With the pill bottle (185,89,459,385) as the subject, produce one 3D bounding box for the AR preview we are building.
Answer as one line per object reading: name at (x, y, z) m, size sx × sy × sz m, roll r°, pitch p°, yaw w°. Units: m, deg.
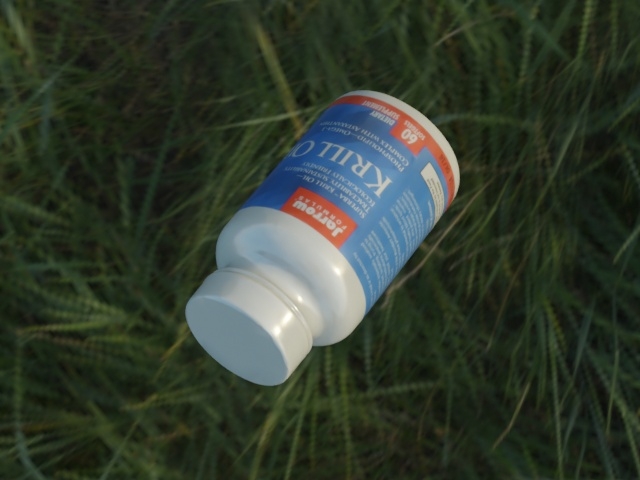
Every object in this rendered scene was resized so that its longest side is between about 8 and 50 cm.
pill bottle at (0.000, 0.000, 1.261) m, size 0.124 × 0.221 × 0.124 m, roll 26°, pitch 146°, yaw 19°
